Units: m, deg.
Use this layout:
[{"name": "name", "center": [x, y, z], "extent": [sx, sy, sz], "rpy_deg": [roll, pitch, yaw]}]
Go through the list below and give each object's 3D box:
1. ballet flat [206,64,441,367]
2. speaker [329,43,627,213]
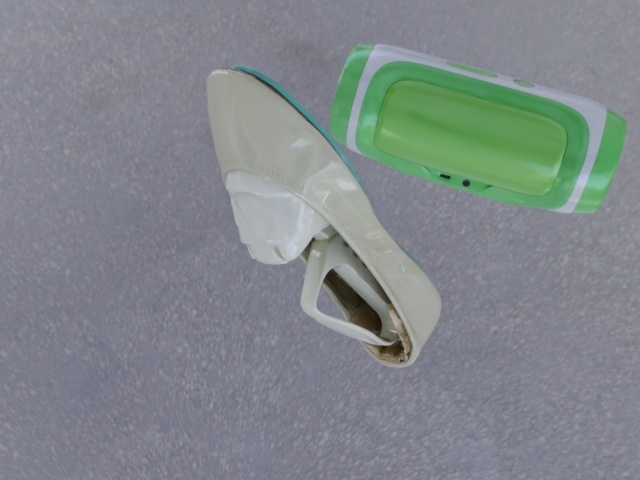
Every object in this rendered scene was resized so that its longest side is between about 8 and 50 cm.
[{"name": "ballet flat", "center": [0.000, 0.000, 0.533], "extent": [0.248, 0.086, 0.086], "rpy_deg": [47, 61, -34]}, {"name": "speaker", "center": [0.166, -0.121, 0.906], "extent": [0.297, 0.131, 0.131], "rpy_deg": [17, 65, 8]}]
